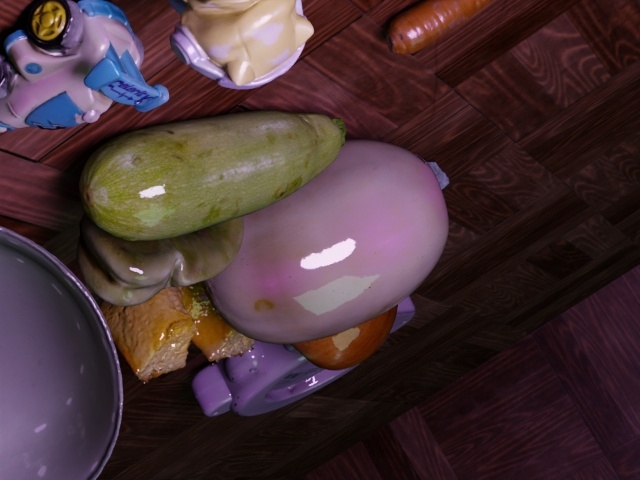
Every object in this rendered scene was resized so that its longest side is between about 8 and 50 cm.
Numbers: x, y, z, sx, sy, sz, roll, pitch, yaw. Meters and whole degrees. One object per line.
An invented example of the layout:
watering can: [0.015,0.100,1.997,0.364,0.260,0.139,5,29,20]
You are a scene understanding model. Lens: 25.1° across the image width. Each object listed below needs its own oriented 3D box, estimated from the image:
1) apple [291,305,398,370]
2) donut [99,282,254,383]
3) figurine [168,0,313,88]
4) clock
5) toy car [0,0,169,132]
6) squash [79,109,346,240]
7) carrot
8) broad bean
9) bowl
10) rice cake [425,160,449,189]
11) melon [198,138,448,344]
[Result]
apple: [0.017,0.080,2.003,0.196,0.196,0.196,-27,162,-9]
donut: [-0.183,0.081,1.786,0.101,0.152,0.259,-55,159,24]
figurine: [-0.075,-0.207,1.114,0.128,0.184,0.208,-40,-168,-17]
clock: [-0.033,0.166,2.284,0.322,0.113,0.295,-39,160,31]
toy car: [-0.222,-0.128,1.223,0.161,0.098,0.126,-35,159,12]
squash: [-0.093,-0.078,1.527,0.370,0.118,0.118,-15,157,-42]
carrot: [0.162,-0.263,1.548,0.216,0.048,0.048,-31,163,-12]
broad bean: [-0.177,-0.004,1.546,0.206,0.153,0.072,-36,161,-51]
bowl: [-0.351,0.116,1.461,0.337,0.337,0.157,-34,-170,13]
rice cake: [0.103,-0.082,1.935,0.085,0.040,0.226,-35,162,16]
melon: [0.000,0.000,1.711,0.316,0.223,0.223,-22,161,-10]
